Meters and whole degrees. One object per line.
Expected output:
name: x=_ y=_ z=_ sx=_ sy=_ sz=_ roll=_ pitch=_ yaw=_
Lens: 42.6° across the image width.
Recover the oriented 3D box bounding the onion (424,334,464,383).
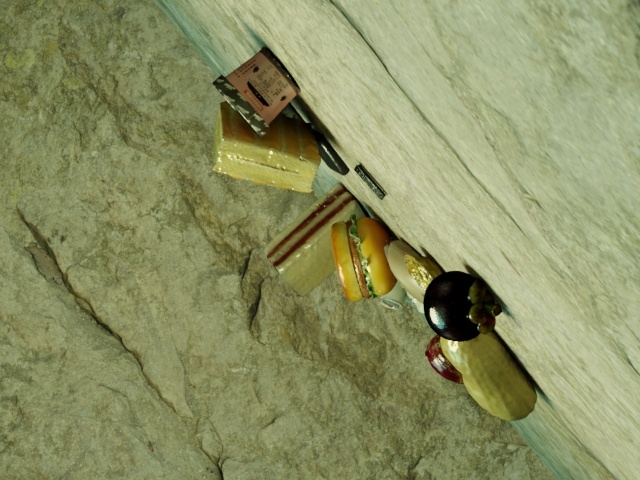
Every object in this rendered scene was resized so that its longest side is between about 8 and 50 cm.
onion: x=0.373 y=0.294 z=2.065 sx=0.173 sy=0.135 sz=0.198 roll=-10 pitch=-133 yaw=-47

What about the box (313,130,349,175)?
box: x=0.017 y=-0.219 z=2.023 sx=0.126 sy=0.027 sz=0.125 roll=52 pitch=176 yaw=-23

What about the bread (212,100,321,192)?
bread: x=-0.126 y=-0.221 z=1.884 sx=0.239 sy=0.111 sz=0.246 roll=13 pitch=-151 yaw=-16

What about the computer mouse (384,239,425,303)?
computer mouse: x=0.237 y=0.088 z=2.055 sx=0.145 sy=0.082 sz=0.236 roll=50 pitch=178 yaw=-35

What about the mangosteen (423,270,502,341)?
mangosteen: x=0.264 y=0.122 z=1.509 sx=0.151 sy=0.137 sz=0.137 roll=-3 pitch=138 yaw=43

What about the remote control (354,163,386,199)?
remote control: x=0.107 y=-0.126 z=1.746 sx=0.091 sy=0.016 sz=0.034 roll=49 pitch=163 yaw=5

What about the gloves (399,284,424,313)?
gloves: x=0.292 y=0.154 z=2.344 sx=0.114 sy=0.070 sz=0.153 roll=57 pitch=176 yaw=-19

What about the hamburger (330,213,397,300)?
hamburger: x=0.128 y=0.041 z=2.231 sx=0.246 sy=0.170 sz=0.246 roll=-12 pitch=-90 yaw=-84

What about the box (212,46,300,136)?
box: x=-0.128 y=-0.316 z=1.722 sx=0.151 sy=0.135 sz=0.151 roll=48 pitch=-178 yaw=-2

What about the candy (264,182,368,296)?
candy: x=0.000 y=0.000 z=2.447 sx=0.179 sy=0.320 sz=0.135 roll=45 pitch=-174 yaw=-47

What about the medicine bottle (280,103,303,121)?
medicine bottle: x=-0.121 y=-0.296 z=2.091 sx=0.168 sy=0.135 sz=0.135 roll=51 pitch=179 yaw=-20

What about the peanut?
peanut: x=0.384 y=0.301 z=1.909 sx=0.319 sy=0.147 sz=0.147 roll=47 pitch=180 yaw=-23

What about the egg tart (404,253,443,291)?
egg tart: x=0.244 y=0.075 z=1.888 sx=0.129 sy=0.049 sz=0.129 roll=49 pitch=170 yaw=12

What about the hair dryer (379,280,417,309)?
hair dryer: x=0.295 y=0.171 z=2.474 sx=0.236 sy=0.131 sz=0.073 roll=29 pitch=156 yaw=-21
